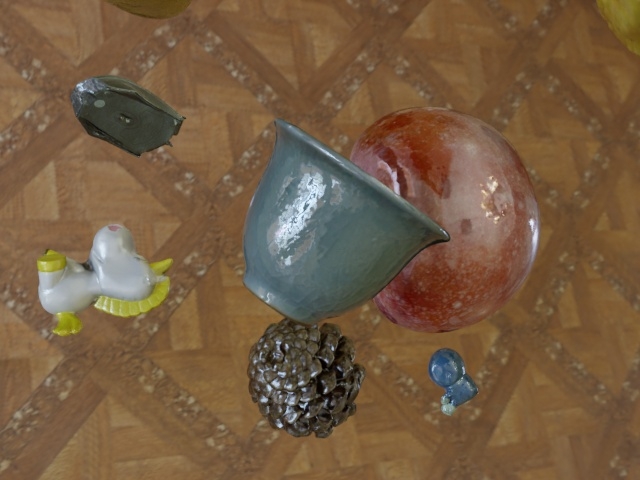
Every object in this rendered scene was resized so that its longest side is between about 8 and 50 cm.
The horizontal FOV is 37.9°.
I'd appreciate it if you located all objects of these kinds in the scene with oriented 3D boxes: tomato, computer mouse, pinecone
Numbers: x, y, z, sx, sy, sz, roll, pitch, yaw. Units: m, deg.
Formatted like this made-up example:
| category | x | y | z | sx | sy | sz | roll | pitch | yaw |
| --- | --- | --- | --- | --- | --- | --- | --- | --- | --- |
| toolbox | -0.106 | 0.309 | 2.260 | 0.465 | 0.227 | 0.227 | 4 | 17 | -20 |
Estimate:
| category | x | y | z | sx | sy | sz | roll | pitch | yaw |
| --- | --- | --- | --- | --- | --- | --- | --- | --- | --- |
| tomato | 0.145 | -0.025 | 1.117 | 0.227 | 0.270 | 0.270 | -9 | 75 | -12 |
| computer mouse | -0.347 | -0.234 | 1.685 | 0.231 | 0.126 | 0.071 | 26 | 34 | -45 |
| pinecone | -0.020 | 0.218 | 1.436 | 0.184 | 0.179 | 0.204 | -60 | 140 | -30 |

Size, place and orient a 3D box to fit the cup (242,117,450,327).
| category | x | y | z | sx | sy | sz | roll | pitch | yaw |
| --- | --- | --- | --- | --- | --- | --- | --- | --- | --- |
| cup | 0.000 | 0.000 | 0.878 | 0.199 | 0.199 | 0.150 | 33 | 93 | -18 |

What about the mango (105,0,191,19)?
| category | x | y | z | sx | sy | sz | roll | pitch | yaw |
| --- | --- | --- | --- | --- | --- | --- | --- | --- | --- |
| mango | -0.224 | -0.329 | 0.990 | 0.195 | 0.142 | 0.331 | 44 | 5 | 27 |

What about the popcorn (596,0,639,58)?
| category | x | y | z | sx | sy | sz | roll | pitch | yaw |
| --- | --- | --- | --- | --- | --- | --- | --- | --- | --- |
| popcorn | 0.589 | -0.417 | 1.451 | 0.344 | 0.390 | 0.354 | 23 | 72 | -14 |

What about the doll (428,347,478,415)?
| category | x | y | z | sx | sy | sz | roll | pitch | yaw |
| --- | --- | --- | --- | --- | --- | --- | --- | --- | --- |
| doll | 0.181 | 0.186 | 1.283 | 0.083 | 0.050 | 0.076 | 58 | 32 | -4 |

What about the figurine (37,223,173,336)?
| category | x | y | z | sx | sy | sz | roll | pitch | yaw |
| --- | --- | --- | --- | --- | --- | --- | --- | --- | --- |
| figurine | -0.279 | 0.050 | 1.220 | 0.178 | 0.109 | 0.129 | -20 | 66 | -6 |
